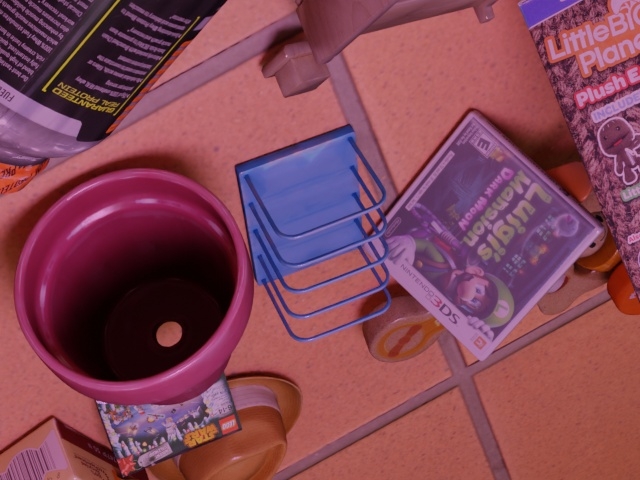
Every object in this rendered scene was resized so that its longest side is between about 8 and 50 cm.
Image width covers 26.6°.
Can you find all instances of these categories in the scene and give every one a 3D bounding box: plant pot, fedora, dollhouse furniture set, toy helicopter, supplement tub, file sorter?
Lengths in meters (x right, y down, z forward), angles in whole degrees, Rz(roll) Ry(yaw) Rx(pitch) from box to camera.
[{"bbox_3d":[-0.153,0.063,1.210,0.201,0.201,0.180,-25,157,-6],"label":"plant pot"},{"bbox_3d":[-0.097,0.234,1.515,0.194,0.079,0.194,-18,141,-16],"label":"fedora"},{"bbox_3d":[0.129,-0.290,1.107,0.303,0.174,0.355,-18,172,-34],"label":"dollhouse furniture set"},{"bbox_3d":[0.200,0.025,1.433,0.355,0.140,0.235,-29,143,7],"label":"toy helicopter"},{"bbox_3d":[-0.163,-0.191,0.901,0.316,0.194,0.193,-46,140,18],"label":"supplement tub"},{"bbox_3d":[0.000,0.000,1.294,0.118,0.104,0.170,-20,142,-11],"label":"file sorter"}]

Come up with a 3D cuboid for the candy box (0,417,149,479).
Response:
[{"bbox_3d":[-0.348,0.337,1.460,0.316,0.088,0.183,-35,142,7],"label":"candy box"}]

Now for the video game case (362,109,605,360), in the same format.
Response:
[{"bbox_3d":[0.158,-0.003,1.348,0.190,0.173,0.022,-52,167,25],"label":"video game case"}]

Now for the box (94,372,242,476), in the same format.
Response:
[{"bbox_3d":[-0.160,0.179,1.420,0.137,0.027,0.094,-21,110,-12],"label":"box"}]

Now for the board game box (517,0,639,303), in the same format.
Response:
[{"bbox_3d":[0.324,-0.092,1.187,0.141,0.291,0.232,-26,162,25],"label":"board game box"}]
